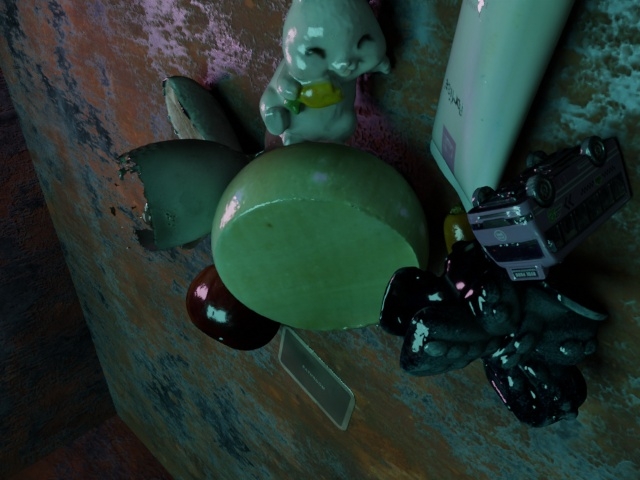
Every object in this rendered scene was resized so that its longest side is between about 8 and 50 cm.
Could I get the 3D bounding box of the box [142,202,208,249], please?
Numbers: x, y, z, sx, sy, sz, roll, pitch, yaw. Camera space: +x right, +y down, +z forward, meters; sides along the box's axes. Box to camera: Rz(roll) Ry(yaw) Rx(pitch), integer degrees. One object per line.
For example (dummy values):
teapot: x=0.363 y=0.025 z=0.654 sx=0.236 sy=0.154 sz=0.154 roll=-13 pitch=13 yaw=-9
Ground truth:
box: x=-0.350 y=-0.059 z=1.629 sx=0.135 sy=0.151 sz=0.151 roll=42 pitch=143 yaw=14

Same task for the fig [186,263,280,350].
fig: x=-0.192 y=0.149 z=1.511 sx=0.235 sy=0.214 sz=0.235 roll=39 pitch=150 yaw=27

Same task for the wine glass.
wine glass: x=-0.192 y=-0.110 z=1.166 sx=0.190 sy=0.356 sz=0.191 roll=42 pitch=143 yaw=43

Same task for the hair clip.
hair clip: x=0.240 y=0.108 z=0.854 sx=0.206 sy=0.310 sz=0.194 roll=-53 pitch=28 yaw=18

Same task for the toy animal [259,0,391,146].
toy animal: x=-0.004 y=-0.278 z=0.944 sx=0.154 sy=0.208 sz=0.325 roll=-94 pitch=-6 yaw=-50

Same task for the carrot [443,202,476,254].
carrot: x=0.238 y=0.050 z=0.976 sx=0.067 sy=0.067 sz=0.225 roll=5 pitch=119 yaw=53

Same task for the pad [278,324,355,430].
pad: x=-0.015 y=0.338 z=1.588 sx=0.266 sy=0.002 sz=0.176 roll=42 pitch=142 yaw=27

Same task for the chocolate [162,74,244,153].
chocolate: x=-0.233 y=-0.211 z=1.397 sx=0.303 sy=0.100 sz=0.185 roll=60 pitch=158 yaw=8

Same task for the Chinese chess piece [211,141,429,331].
Chinese chess piece: x=0.000 y=0.000 z=1.044 sx=0.349 sy=0.146 sz=0.349 roll=5 pitch=138 yaw=4

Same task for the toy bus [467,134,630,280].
toy bus: x=0.267 y=-0.042 z=0.746 sx=0.096 sy=0.198 sz=0.108 roll=-9 pitch=109 yaw=56

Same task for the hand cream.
hand cream: x=0.205 y=-0.198 z=0.794 sx=0.359 sy=0.117 sz=0.186 roll=99 pitch=156 yaw=-45
